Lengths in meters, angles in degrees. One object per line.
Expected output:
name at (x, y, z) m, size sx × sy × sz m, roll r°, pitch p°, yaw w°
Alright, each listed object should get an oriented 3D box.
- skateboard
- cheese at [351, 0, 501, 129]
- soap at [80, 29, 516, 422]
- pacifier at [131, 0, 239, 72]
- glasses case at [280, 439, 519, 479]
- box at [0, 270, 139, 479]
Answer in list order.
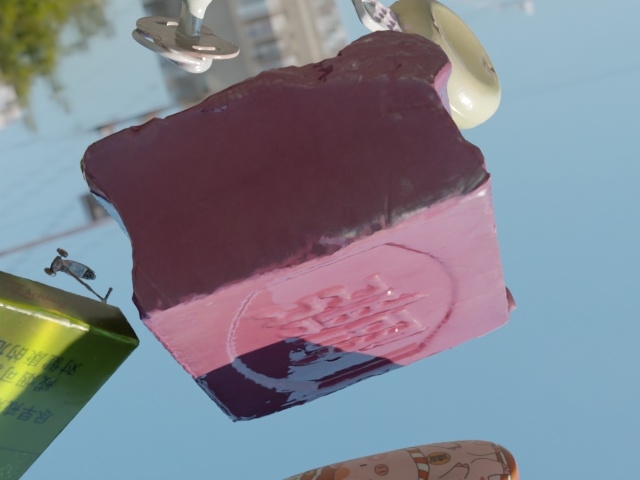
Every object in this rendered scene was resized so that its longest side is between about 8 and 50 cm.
skateboard at (-0.223, 0.044, 1.934) m, size 0.083 × 0.032 × 0.064 m, roll 37°, pitch -172°, yaw 38°
cheese at (0.093, -0.185, 1.884) m, size 0.064 × 0.137 × 0.227 m, roll -35°, pitch 147°, yaw 21°
soap at (0.000, 0.000, 1.321) m, size 0.233 × 0.128 × 0.359 m, roll -21°, pitch 163°, yaw 1°
pacifier at (-0.109, -0.180, 1.613) m, size 0.082 × 0.078 × 0.099 m, roll 1°, pitch -156°, yaw -37°
glasses case at (0.062, 0.250, 1.926) m, size 0.267 × 0.067 × 0.103 m, roll -12°, pitch -161°, yaw -5°
box at (-0.279, 0.147, 1.334) m, size 0.311 × 0.043 × 0.173 m, roll -48°, pitch 143°, yaw 16°
